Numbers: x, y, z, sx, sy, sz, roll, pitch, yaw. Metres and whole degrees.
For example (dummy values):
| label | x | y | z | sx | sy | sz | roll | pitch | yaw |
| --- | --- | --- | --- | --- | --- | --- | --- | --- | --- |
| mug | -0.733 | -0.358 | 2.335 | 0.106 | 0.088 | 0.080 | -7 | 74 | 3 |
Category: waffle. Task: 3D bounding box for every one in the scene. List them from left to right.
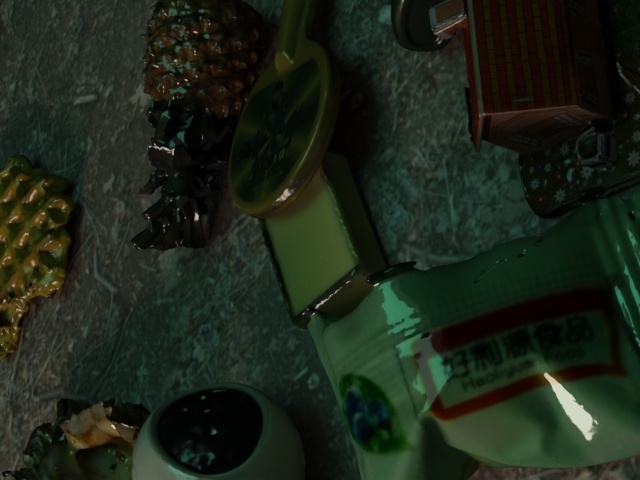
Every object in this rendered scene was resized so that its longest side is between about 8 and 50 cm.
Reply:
| label | x | y | z | sx | sy | sz | roll | pitch | yaw |
| --- | --- | --- | --- | --- | --- | --- | --- | --- | --- |
| waffle | -0.415 | 0.022 | 2.416 | 0.291 | 0.051 | 0.291 | -18 | 66 | 46 |

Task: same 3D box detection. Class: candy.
| label | x | y | z | sx | sy | sz | roll | pitch | yaw |
| --- | --- | --- | --- | --- | --- | --- | --- | --- | --- |
| candy | 0.184 | 0.118 | 1.698 | 0.398 | 0.172 | 0.263 | -23 | 72 | 19 |

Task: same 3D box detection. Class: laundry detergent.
| label | x | y | z | sx | sy | sz | roll | pitch | yaw |
| --- | --- | --- | --- | --- | --- | --- | --- | --- | --- |
| laundry detergent | 0.104 | -0.316 | 1.912 | 0.144 | 0.078 | 0.222 | 95 | 172 | -52 |

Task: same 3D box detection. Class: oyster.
| label | x | y | z | sx | sy | sz | roll | pitch | yaw |
| --- | --- | --- | --- | --- | --- | --- | --- | --- | --- |
| oyster | -0.265 | 0.279 | 2.126 | 0.337 | 0.133 | 0.198 | 11 | 86 | 53 |

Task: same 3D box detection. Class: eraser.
| label | x | y | z | sx | sy | sz | roll | pitch | yaw |
| --- | --- | --- | --- | --- | --- | --- | --- | --- | --- |
| eraser | 0.000 | 0.000 | 1.969 | 0.117 | 0.058 | 0.172 | -41 | 53 | 31 |

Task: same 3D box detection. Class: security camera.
| label | x | y | z | sx | sy | sz | roll | pitch | yaw |
| --- | --- | --- | --- | --- | --- | --- | --- | --- | --- |
| security camera | -0.101 | 0.266 | 1.918 | 0.194 | 0.194 | 0.236 | -43 | 47 | 31 |

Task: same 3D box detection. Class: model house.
| label | x | y | z | sx | sy | sz | roll | pitch | yaw |
| --- | --- | --- | --- | --- | --- | --- | --- | --- | --- |
| model house | 0.218 | -0.195 | 1.719 | 0.207 | 0.154 | 0.294 | -24 | 62 | 43 |

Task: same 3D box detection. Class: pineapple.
| label | x | y | z | sx | sy | sz | roll | pitch | yaw |
| --- | --- | --- | --- | --- | --- | --- | --- | --- | --- |
| pineapple | -0.159 | -0.136 | 2.105 | 0.141 | 0.170 | 0.310 | 12 | 91 | 12 |

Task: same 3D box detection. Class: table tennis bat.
| label | x | y | z | sx | sy | sz | roll | pitch | yaw |
| --- | --- | --- | --- | --- | --- | --- | --- | --- | --- |
| table tennis bat | -0.033 | -0.175 | 2.020 | 0.198 | 0.050 | 0.321 | -22 | 54 | 53 |
